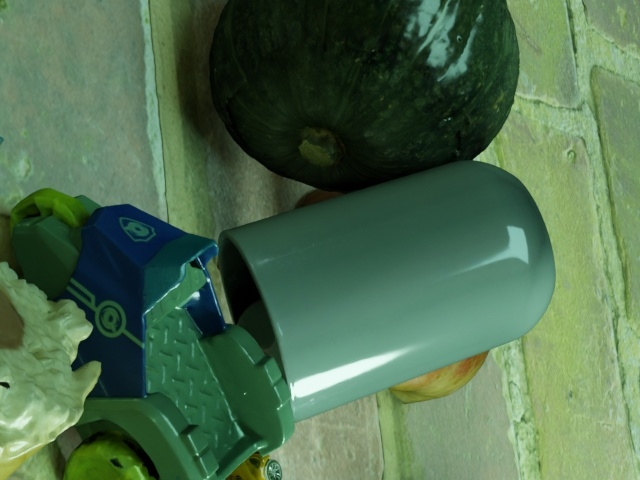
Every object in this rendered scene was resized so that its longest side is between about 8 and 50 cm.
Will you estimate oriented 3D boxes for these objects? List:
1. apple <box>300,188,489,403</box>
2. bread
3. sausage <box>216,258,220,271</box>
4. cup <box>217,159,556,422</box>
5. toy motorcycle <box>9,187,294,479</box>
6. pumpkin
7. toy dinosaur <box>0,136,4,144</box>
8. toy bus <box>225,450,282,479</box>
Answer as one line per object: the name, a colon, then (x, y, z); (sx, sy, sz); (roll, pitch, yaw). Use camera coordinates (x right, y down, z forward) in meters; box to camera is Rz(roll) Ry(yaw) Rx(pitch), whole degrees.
apple: (0.112, 0.054, 2.037); (0.293, 0.163, 0.251); (22, 60, -51)
bread: (-0.272, 0.088, 1.410); (0.183, 0.211, 0.224); (45, 61, -19)
sausage: (0.000, 0.000, 1.896); (0.234, 0.071, 0.071); (-13, 86, -12)
cup: (0.069, 0.044, 1.781); (0.312, 0.205, 0.205); (-18, 92, -14)
toy motorcycle: (-0.157, 0.092, 1.611); (0.191, 0.200, 0.326); (-41, 112, -53)
pumpkin: (0.042, -0.190, 1.889); (0.291, 0.328, 0.257); (42, 54, -32)
toy dinosaur: (-0.343, -0.090, 1.533); (0.144, 0.076, 0.329); (35, 47, -36)
toy bus: (-0.068, 0.297, 1.763); (0.074, 0.069, 0.162); (-23, 97, -54)
